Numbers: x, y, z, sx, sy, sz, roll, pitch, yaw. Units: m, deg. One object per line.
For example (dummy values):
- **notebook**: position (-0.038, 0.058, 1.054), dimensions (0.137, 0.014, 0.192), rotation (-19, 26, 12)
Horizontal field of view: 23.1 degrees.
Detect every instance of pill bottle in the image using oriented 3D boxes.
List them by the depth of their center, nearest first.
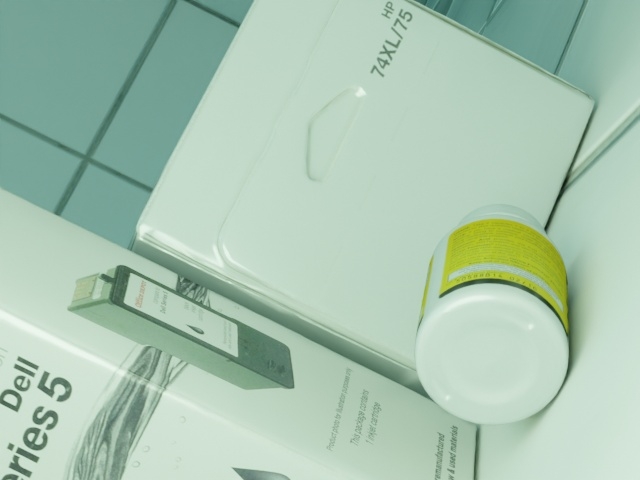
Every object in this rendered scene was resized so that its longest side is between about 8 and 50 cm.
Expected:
- **pill bottle**: position (0.078, 0.027, 0.695), dimensions (0.065, 0.065, 0.116), rotation (-62, 4, 25)

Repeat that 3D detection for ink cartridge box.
- **ink cartridge box**: position (-0.091, 0.126, 0.743), dimensions (0.198, 0.273, 0.115), rotation (-62, 4, 22)
- **ink cartridge box**: position (0.000, 0.000, 0.935), dimensions (0.198, 0.197, 0.270), rotation (-65, 3, -22)
